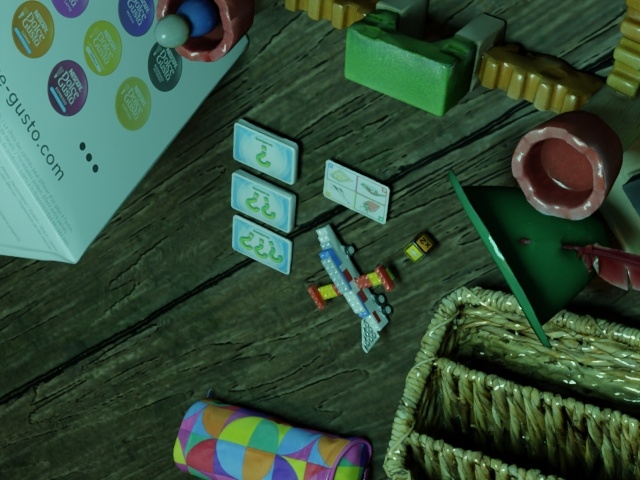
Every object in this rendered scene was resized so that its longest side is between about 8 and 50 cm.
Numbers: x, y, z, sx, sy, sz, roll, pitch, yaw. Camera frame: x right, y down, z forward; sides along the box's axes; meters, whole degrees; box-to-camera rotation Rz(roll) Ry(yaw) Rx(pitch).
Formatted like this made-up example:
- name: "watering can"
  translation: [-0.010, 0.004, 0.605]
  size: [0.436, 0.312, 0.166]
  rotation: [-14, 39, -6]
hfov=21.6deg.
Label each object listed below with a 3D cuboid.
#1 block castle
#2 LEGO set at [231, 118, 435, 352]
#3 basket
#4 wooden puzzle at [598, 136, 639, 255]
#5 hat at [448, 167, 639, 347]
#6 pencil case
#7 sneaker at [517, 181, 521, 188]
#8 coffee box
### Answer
- name: "block castle"
  translation: [0.075, -0.233, 1.407]
  size: [0.453, 0.213, 0.303]
  rotation: [25, 131, 23]
- name: "LEGO set"
  translation: [0.000, 0.000, 1.738]
  size: [0.244, 0.060, 0.182]
  rotation: [26, 135, 22]
- name: "basket"
  translation: [0.212, 0.209, 1.583]
  size: [0.299, 0.213, 0.223]
  rotation: [17, 137, 29]
- name: "wooden puzzle"
  translation: [0.365, -0.012, 1.453]
  size: [0.239, 0.044, 0.221]
  rotation: [-24, 102, 44]
- name: "hat"
  translation: [0.238, -0.017, 1.473]
  size: [0.183, 0.173, 0.208]
  rotation: [-29, 124, 5]
- name: "pencil case"
  translation: [-0.055, 0.245, 1.921]
  size: [0.236, 0.104, 0.104]
  rotation: [13, 126, 34]
- name: "sneaker"
  translation: [0.206, -0.015, 1.563]
  size: [0.054, 0.061, 0.152]
  rotation: [9, 122, 36]
- name: "coffee box"
  translation: [-0.337, -0.222, 1.607]
  size: [0.338, 0.334, 0.337]
  rotation: [5, 136, 36]
